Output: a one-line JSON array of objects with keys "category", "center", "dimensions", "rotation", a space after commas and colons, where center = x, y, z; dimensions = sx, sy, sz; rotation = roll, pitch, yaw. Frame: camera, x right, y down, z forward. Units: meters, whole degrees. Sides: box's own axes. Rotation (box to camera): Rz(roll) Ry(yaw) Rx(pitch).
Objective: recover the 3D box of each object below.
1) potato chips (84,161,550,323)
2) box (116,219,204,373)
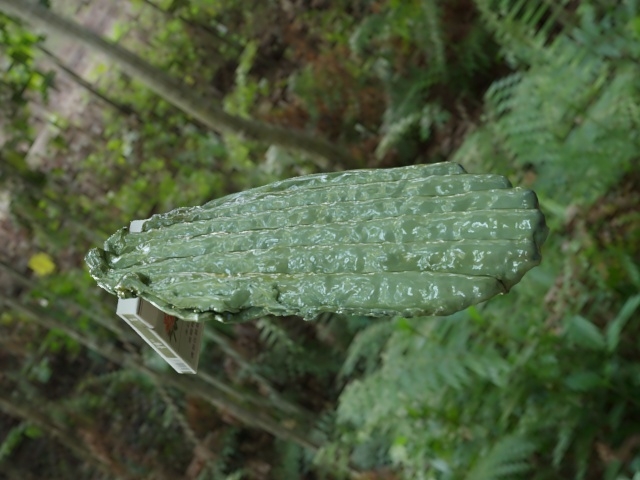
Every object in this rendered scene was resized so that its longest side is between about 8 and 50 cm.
[{"category": "potato chips", "center": [0.000, 0.000, 1.317], "dimensions": [0.358, 0.429, 0.070], "rotation": [-61, -35, -69]}, {"category": "box", "center": [-0.170, 0.067, 1.550], "dimensions": [0.198, 0.029, 0.109], "rotation": [59, -147, -62]}]
